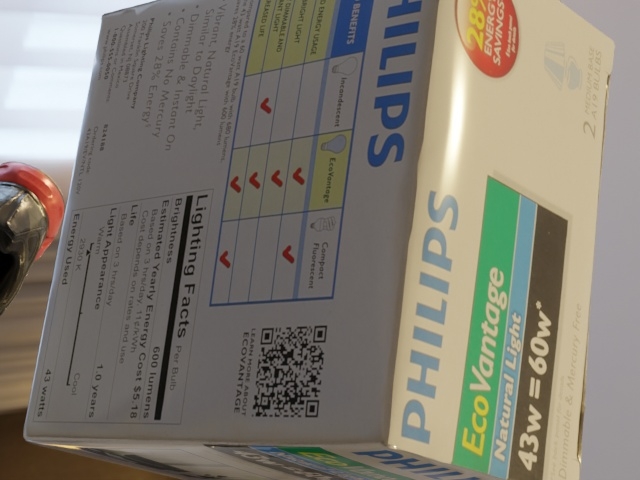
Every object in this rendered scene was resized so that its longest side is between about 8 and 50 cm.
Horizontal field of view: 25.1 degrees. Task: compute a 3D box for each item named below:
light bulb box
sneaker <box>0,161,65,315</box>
[{"bbox_3d":[0.000,0.000,1.068,0.361,0.225,0.358,-5,-109,42],"label":"light bulb box"},{"bbox_3d":[-0.342,0.054,1.327,0.276,0.097,0.135,-52,-172,21],"label":"sneaker"}]
